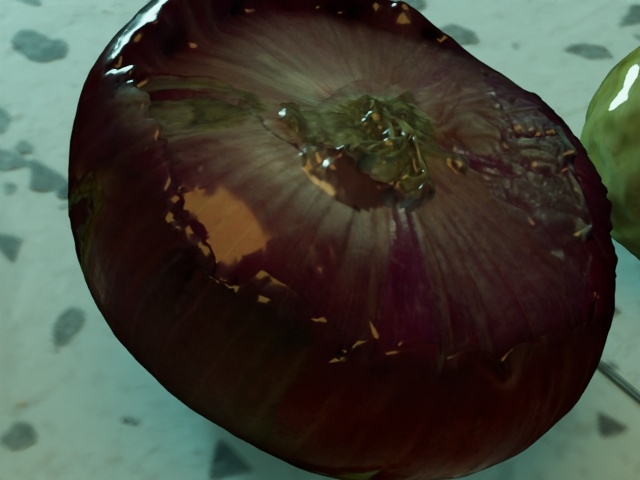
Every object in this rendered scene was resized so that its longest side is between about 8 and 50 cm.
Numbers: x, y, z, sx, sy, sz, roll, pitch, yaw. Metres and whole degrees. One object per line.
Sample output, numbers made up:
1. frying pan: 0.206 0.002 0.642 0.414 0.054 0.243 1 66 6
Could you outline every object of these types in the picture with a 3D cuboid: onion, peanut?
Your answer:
1. onion: 0.007 -0.007 0.655 0.248 0.161 0.248 4 57 -6
2. peanut: 0.199 -0.039 0.728 0.159 0.109 0.140 18 38 28
